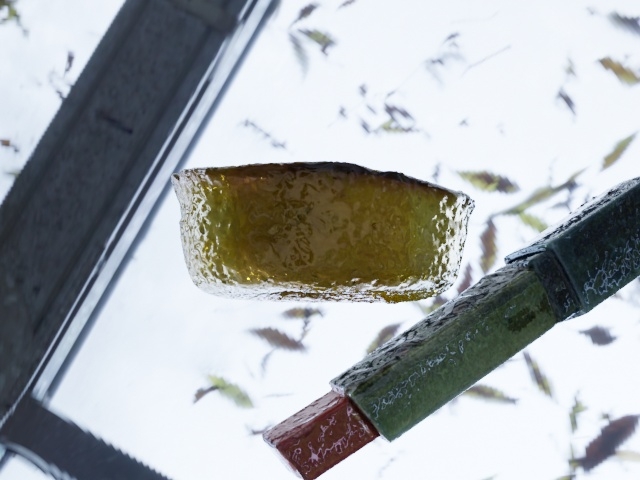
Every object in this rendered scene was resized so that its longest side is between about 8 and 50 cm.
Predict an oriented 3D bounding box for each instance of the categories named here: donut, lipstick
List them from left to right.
[{"bbox_3d":[0.000,0.000,0.709,0.151,0.152,0.058,3,-96,-13],"label":"donut"},{"bbox_3d":[0.090,0.051,0.830,0.312,0.051,0.051,-31,-83,-31],"label":"lipstick"}]
